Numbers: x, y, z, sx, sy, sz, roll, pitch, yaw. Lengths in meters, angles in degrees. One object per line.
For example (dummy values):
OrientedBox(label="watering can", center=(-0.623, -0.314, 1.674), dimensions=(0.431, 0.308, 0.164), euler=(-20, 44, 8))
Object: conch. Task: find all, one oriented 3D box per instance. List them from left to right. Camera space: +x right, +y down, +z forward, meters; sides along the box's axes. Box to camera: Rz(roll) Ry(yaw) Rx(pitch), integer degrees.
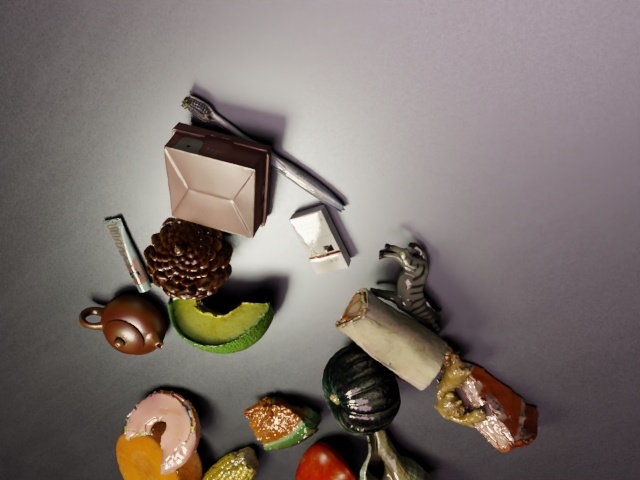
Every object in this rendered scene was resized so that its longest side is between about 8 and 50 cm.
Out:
OrientedBox(label="conch", center=(0.189, 0.654, 1.669), dimensions=(0.386, 0.203, 0.169), euler=(55, 149, 8))

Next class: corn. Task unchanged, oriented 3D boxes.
OrientedBox(label="corn", center=(-0.299, 0.743, 1.880), dimensions=(0.130, 0.130, 0.347), euler=(36, 120, -7))

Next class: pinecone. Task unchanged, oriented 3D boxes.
OrientedBox(label="pinecone", center=(-0.300, 0.048, 1.422), dimensions=(0.208, 0.207, 0.207), euler=(7, 122, 11))

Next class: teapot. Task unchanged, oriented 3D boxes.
OrientedBox(label="teapot", center=(-0.522, 0.229, 1.620), dimensions=(0.252, 0.135, 0.178), euler=(13, 119, 7))

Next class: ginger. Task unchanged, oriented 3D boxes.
OrientedBox(label="ginger", center=(0.316, 0.359, 1.461), dimensions=(0.193, 0.053, 0.176), euler=(51, 132, 16))

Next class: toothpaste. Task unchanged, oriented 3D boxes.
OrientedBox(label="toothpaste", center=(-0.483, 0.037, 1.551), dimensions=(0.056, 0.036, 0.205), euler=(-10, 114, 23))

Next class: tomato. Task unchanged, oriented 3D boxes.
OrientedBox(label="tomato", center=(0.007, 0.681, 1.701), dimensions=(0.200, 0.140, 0.232), euler=(22, 132, 52))

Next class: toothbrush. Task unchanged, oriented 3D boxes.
OrientedBox(label="toothbrush", center=(-0.116, -0.181, 1.313), dimensions=(0.414, 0.042, 0.035), euler=(34, 123, -9))

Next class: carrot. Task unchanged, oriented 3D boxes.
OrientedBox(label="carrot", center=(-0.506, 0.682, 1.877), dimensions=(0.308, 0.100, 0.258), euler=(15, 107, 25))

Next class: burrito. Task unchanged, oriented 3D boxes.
OrientedBox(label="burrito", center=(0.174, 0.226, 1.378), dimensions=(0.299, 0.105, 0.143), euler=(37, 131, -23))

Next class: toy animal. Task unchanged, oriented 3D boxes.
OrientedBox(label="toy animal", center=(0.203, 0.103, 1.380), dimensions=(0.176, 0.073, 0.216), euler=(11, 118, 2))

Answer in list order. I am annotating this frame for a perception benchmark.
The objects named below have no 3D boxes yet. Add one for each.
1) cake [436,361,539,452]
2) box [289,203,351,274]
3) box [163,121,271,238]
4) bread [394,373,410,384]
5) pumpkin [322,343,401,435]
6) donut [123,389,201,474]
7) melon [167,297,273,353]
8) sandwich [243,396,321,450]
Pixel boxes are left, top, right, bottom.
OrientedBox(label="cake", center=(0.400, 0.399, 1.486), dimensions=(0.287, 0.135, 0.098), euler=(36, 139, 4))
OrientedBox(label="box", center=(0.000, 0.000, 1.388), dimensions=(0.084, 0.040, 0.154), euler=(-16, 114, 23))
OrientedBox(label="box", center=(-0.220, -0.125, 1.322), dimensions=(0.215, 0.086, 0.215), euler=(15, 135, 7))
OrientedBox(label="bread", center=(0.230, 0.316, 1.520), dimensions=(0.095, 0.035, 0.090), euler=(28, 124, -3))
OrientedBox(label="pumpkin", center=(0.099, 0.359, 1.481), dimensions=(0.162, 0.220, 0.220), euler=(-17, 122, -19))
OrientedBox(label="donut", center=(-0.438, 0.536, 1.767), dimensions=(0.233, 0.085, 0.199), euler=(35, 86, 24))
OrientedBox(label="melon", center=(-0.236, 0.223, 1.507), dimensions=(0.265, 0.129, 0.169), euler=(2, 154, 16))
OrientedBox(label="sandwich", center=(-0.098, 0.488, 1.686), dimensions=(0.185, 0.109, 0.159), euler=(-36, 86, 32))
